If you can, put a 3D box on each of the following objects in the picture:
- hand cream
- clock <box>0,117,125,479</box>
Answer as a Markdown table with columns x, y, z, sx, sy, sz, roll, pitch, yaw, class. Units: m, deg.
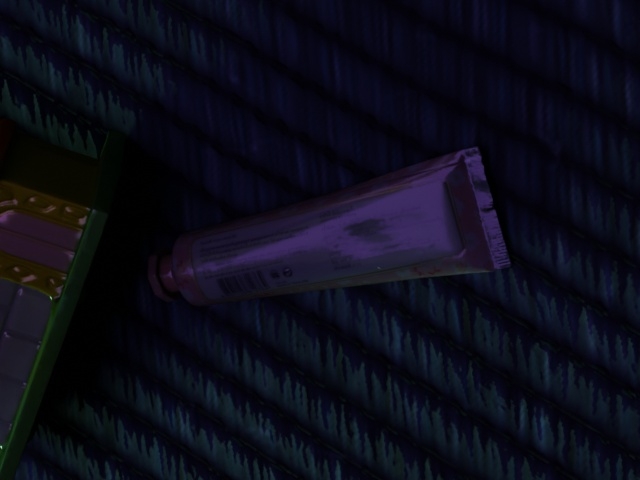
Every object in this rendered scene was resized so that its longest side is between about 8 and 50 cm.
| x | y | z | sx | sy | sz | roll | pitch | yaw | class |
| --- | --- | --- | --- | --- | --- | --- | --- | --- | --- |
| 0.000 | 0.000 | 1.047 | 0.210 | 0.043 | 0.067 | -11 | 99 | 27 | hand cream |
| -0.267 | 0.015 | 1.096 | 0.255 | 0.106 | 0.220 | 17 | 116 | -10 | clock |
